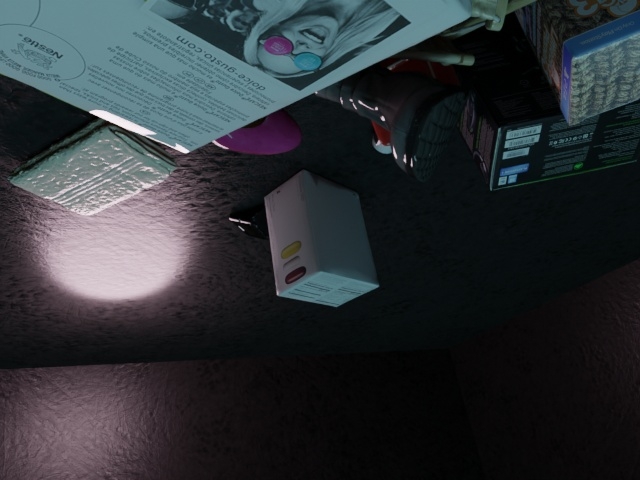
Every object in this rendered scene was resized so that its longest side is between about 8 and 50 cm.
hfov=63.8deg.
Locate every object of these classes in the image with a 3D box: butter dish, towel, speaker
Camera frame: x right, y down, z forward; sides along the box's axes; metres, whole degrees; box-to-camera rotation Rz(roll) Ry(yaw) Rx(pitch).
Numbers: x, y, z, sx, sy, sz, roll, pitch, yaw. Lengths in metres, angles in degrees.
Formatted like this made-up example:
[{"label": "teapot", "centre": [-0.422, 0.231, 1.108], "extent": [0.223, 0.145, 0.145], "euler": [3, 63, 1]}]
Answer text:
[{"label": "butter dish", "centre": [0.170, -0.253, 0.916], "extent": [0.160, 0.160, 0.118], "euler": [-23, 164, 23]}, {"label": "towel", "centre": [-0.444, -0.140, 1.016], "extent": [0.282, 0.049, 0.187], "euler": [-20, 151, 20]}, {"label": "speaker", "centre": [0.151, -0.237, 1.038], "extent": [0.055, 0.055, 0.136], "euler": [-3, 154, -16]}]

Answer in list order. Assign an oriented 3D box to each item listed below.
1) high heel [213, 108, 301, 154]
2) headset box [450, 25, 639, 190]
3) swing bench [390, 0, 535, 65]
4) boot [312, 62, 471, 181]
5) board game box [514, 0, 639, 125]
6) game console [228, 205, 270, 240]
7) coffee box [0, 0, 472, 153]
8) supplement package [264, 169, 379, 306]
[{"label": "high heel", "centre": [-0.150, -0.247, 0.806], "extent": [0.377, 0.127, 0.181], "euler": [14, 155, -36]}, {"label": "headset box", "centre": [0.357, -0.245, 0.863], "extent": [0.246, 0.283, 0.131], "euler": [-12, 139, 0]}, {"label": "swing bench", "centre": [0.103, -0.323, 0.655], "extent": [0.253, 0.165, 0.254], "euler": [-3, 170, -16]}, {"label": "boot", "centre": [0.076, -0.188, 0.708], "extent": [0.222, 0.338, 0.118], "euler": [24, 112, 10]}, {"label": "board game box", "centre": [0.382, -0.337, 0.654], "extent": [0.232, 0.291, 0.141], "euler": [-20, 153, 16]}, {"label": "game console", "centre": [-0.160, -0.055, 1.338], "extent": [0.107, 0.071, 0.122], "euler": [12, 162, 24]}, {"label": "coffee box", "centre": [-0.128, -0.317, 0.379], "extent": [0.334, 0.338, 0.338], "euler": [-14, 158, 38]}, {"label": "supplement package", "centre": [0.000, 0.000, 1.223], "extent": [0.145, 0.262, 0.204], "euler": [-31, 148, 35]}]
